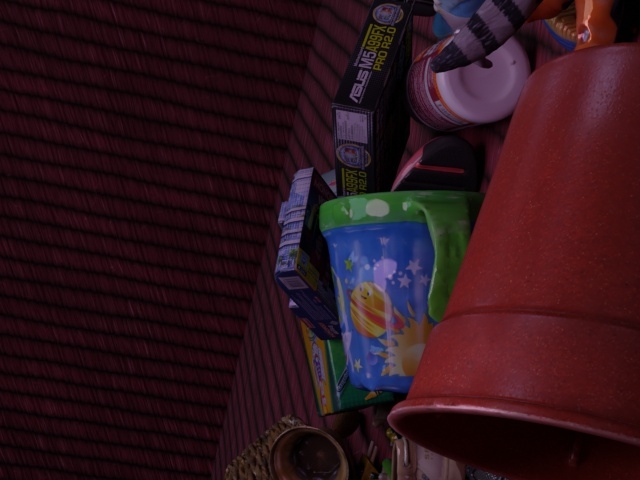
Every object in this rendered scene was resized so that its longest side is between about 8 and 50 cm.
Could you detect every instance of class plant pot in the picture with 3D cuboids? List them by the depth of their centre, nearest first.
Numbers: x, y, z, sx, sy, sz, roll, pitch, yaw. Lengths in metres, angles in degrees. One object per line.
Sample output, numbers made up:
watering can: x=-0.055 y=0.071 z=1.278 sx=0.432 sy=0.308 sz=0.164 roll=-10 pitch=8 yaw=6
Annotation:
plant pot: x=0.208 y=0.029 z=0.728 sx=0.272 sy=0.272 sz=0.265 roll=133 pitch=154 yaw=-70

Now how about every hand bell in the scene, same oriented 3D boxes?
hand bell: x=0.022 y=0.314 z=1.703 sx=0.242 sy=0.126 sz=0.126 roll=-28 pitch=-45 yaw=-68

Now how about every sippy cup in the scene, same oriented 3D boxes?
sippy cup: x=0.115 y=0.066 z=1.266 sx=0.305 sy=0.240 sz=0.224 roll=11 pitch=-104 yaw=-62

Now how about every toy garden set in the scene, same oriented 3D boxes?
toy garden set: x=0.091 y=0.302 z=1.550 sx=0.204 sy=0.049 sz=0.244 roll=-138 pitch=59 yaw=-77

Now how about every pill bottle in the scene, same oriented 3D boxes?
pill bottle: x=0.181 y=-0.205 z=1.403 sx=0.221 sy=0.121 sz=0.121 roll=-171 pitch=92 yaw=-79

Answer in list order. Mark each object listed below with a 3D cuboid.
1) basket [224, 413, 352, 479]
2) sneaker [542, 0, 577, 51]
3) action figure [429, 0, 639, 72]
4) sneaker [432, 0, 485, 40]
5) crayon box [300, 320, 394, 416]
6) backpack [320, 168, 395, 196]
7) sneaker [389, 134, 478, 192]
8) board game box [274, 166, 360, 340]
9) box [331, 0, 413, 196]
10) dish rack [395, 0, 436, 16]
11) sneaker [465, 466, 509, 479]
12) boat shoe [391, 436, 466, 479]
basket: x=-0.013 y=0.465 z=1.818 sx=0.213 sy=0.223 sz=0.299 roll=-42 pitch=20 yaw=11
sneaker: x=0.270 y=-0.287 z=1.149 sx=0.131 sy=0.112 sz=0.296 roll=80 pitch=-172 yaw=-51
action figure: x=0.252 y=-0.230 z=0.872 sx=0.330 sy=0.178 sz=0.341 roll=-59 pitch=23 yaw=24
sneaker: x=0.160 y=-0.372 z=1.449 sx=0.319 sy=0.208 sz=0.127 roll=126 pitch=152 yaw=-68
crayon box: x=0.034 y=0.166 z=1.568 sx=0.278 sy=0.081 sz=0.165 roll=118 pitch=143 yaw=-77
backpack: x=0.059 y=-0.052 z=1.735 sx=0.188 sy=0.166 sz=0.144 roll=-91 pitch=-23 yaw=-80
sneaker: x=0.129 y=-0.039 z=1.525 sx=0.136 sy=0.116 sz=0.314 roll=-90 pitch=15 yaw=-50
board game box: x=0.000 y=0.000 z=1.382 sx=0.194 sy=0.060 sz=0.194 roll=51 pitch=-139 yaw=-50
box: x=0.077 y=-0.170 z=1.529 sx=0.270 sy=0.060 sz=0.216 roll=85 pitch=-160 yaw=-54
dish rack: x=0.195 y=-0.522 z=1.776 sx=0.208 sy=0.074 sz=0.271 roll=-93 pitch=18 yaw=-49
sneaker: x=0.175 y=0.264 z=1.073 sx=0.130 sy=0.087 sz=0.227 roll=-88 pitch=17 yaw=-48
boat shoe: x=0.101 y=0.369 z=1.327 sx=0.104 sy=0.089 sz=0.285 roll=-117 pitch=39 yaw=-72
